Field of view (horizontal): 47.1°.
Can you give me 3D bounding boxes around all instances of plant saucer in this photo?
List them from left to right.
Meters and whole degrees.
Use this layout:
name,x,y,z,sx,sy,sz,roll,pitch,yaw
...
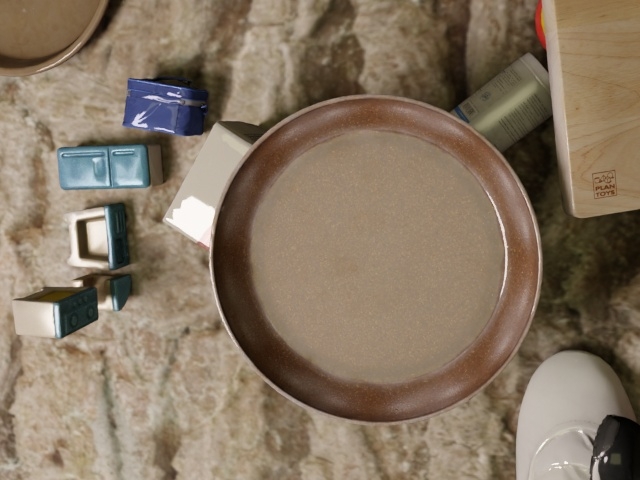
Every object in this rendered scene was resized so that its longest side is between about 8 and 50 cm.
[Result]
name,x,y,z,sx,sy,sz,roll,pitch,yaw
plant saucer,-0.372,-0.341,0.898,0.278,0.041,0.277,2,99,12
plant saucer,0.048,0.020,0.699,0.311,0.050,0.310,1,98,11

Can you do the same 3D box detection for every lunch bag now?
name,x,y,z,sx,sy,sz,roll,pitch,yaw
lunch bag,-0.179,-0.161,0.867,0.099,0.067,0.065,10,101,10

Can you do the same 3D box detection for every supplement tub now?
name,x,y,z,sx,sy,sz,roll,pitch,yaw
supplement tub,0.197,-0.139,0.782,0.107,0.071,0.071,-37,89,15

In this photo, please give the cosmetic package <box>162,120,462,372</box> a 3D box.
name,x,y,z,sx,sy,sz,roll,pitch,yaw
cosmetic package,0.000,0.000,0.808,0.296,0.153,0.129,34,103,7

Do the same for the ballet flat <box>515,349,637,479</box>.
name,x,y,z,sx,sy,sz,roll,pitch,yaw
ballet flat,0.277,0.326,0.805,0.139,0.139,0.400,6,100,12

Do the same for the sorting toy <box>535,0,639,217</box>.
name,x,y,z,sx,sy,sz,roll,pitch,yaw
sorting toy,0.332,-0.169,0.705,0.257,0.089,0.255,-9,98,-6

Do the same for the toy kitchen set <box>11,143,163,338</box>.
name,x,y,z,sx,sy,sz,roll,pitch,yaw
toy kitchen set,-0.270,-0.006,0.860,0.122,0.166,0.207,-1,99,13

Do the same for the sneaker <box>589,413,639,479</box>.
name,x,y,z,sx,sy,sz,roll,pitch,yaw
sneaker,0.368,0.274,0.719,0.124,0.107,0.283,-9,125,46
